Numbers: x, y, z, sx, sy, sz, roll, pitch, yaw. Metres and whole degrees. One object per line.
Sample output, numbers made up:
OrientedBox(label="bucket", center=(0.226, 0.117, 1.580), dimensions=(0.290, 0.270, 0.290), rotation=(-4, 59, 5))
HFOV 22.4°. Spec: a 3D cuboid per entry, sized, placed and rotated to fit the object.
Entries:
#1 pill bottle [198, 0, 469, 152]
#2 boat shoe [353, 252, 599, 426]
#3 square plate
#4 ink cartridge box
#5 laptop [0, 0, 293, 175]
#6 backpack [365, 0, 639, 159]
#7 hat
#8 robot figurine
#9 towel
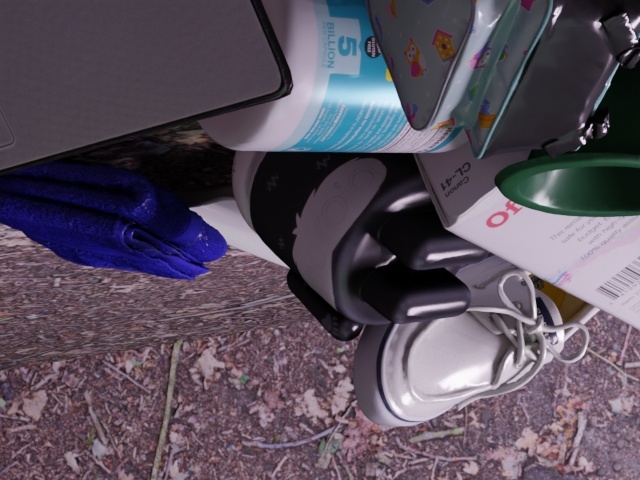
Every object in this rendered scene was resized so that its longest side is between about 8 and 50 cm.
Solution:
OrientedBox(label="pill bottle", center=(0.039, -0.139, 1.225), dimensions=(0.264, 0.146, 0.146), rotation=(-2, 169, -35))
OrientedBox(label="boat shoe", center=(0.193, 0.087, 1.627), dimensions=(0.156, 0.136, 0.367), rotation=(-5, -168, 42))
OrientedBox(label="square plate", center=(0.000, 0.000, 1.857), dimensions=(0.347, 0.049, 0.344), rotation=(22, 172, -21))
OrientedBox(label="ink cartridge box", center=(0.263, -0.069, 1.419), dimensions=(0.226, 0.131, 0.306), rotation=(-41, 135, 23))
OrientedBox(label="laptop", center=(-0.284, -0.153, 0.655), dimensions=(0.382, 0.408, 0.236), rotation=(-13, -157, 26))
OrientedBox(label="backpack", center=(0.109, -0.163, 1.023), dimensions=(0.144, 0.188, 0.166), rotation=(-1, 142, -14))
OrientedBox(label="hat", center=(0.222, -0.128, 1.228), dimensions=(0.173, 0.184, 0.208), rotation=(3, 168, -3))
OrientedBox(label="robot figurine", center=(0.037, -0.031, 1.523), dimensions=(0.209, 0.278, 0.173), rotation=(-46, 139, -3))
OrientedBox(label="towel", center=(-0.246, -0.016, 1.740), dimensions=(0.227, 0.076, 0.308), rotation=(5, 170, 13))
